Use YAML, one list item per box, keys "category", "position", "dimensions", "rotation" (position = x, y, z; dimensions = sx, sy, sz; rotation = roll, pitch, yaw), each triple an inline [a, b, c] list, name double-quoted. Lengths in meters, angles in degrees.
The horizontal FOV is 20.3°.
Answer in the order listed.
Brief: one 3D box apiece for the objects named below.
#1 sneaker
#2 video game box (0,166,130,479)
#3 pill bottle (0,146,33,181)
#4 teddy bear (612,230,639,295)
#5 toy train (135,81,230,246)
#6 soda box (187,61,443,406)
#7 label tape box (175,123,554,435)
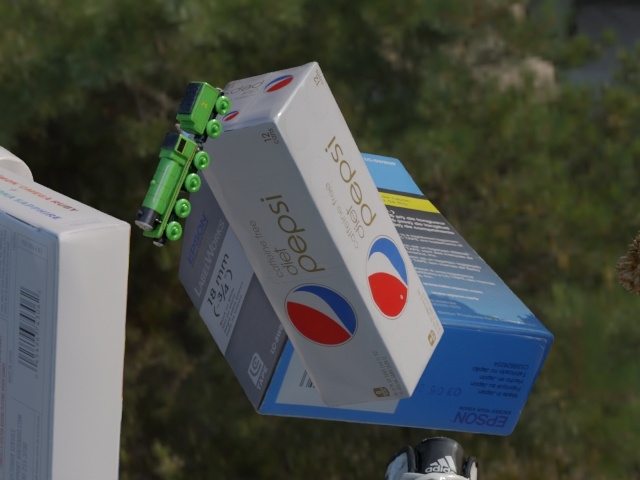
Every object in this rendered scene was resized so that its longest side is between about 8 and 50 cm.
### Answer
- category: "sneaker"
  position: [0.108, 0.318, 1.984]
  dimensions: [0.169, 0.447, 0.257]
  rotation: [9, 65, -4]
- category: "video game box"
  position: [-0.165, 0.066, 0.863]
  dimensions: [0.048, 0.205, 0.187]
  rotation: [-12, 24, -43]
- category: "pill bottle"
  position: [-0.376, -0.083, 1.603]
  dimensions: [0.245, 0.136, 0.136]
  rotation: [32, 50, 29]
- category: "teddy bear"
  position: [0.319, 0.037, 1.396]
  dimensions: [0.113, 0.338, 0.245]
  rotation: [-8, 39, -19]
- category: "toy train"
  position: [-0.067, -0.038, 0.856]
  dimensions: [0.017, 0.023, 0.083]
  rotation: [7, 71, 47]
- category: "soda box"
  position: [0.000, 0.000, 1.134]
  dimensions: [0.069, 0.216, 0.074]
  rotation: [-10, 30, 31]
- category: "label tape box"
  position: [0.014, 0.030, 1.547]
  dimensions: [0.240, 0.106, 0.334]
  rotation: [8, 24, -26]
